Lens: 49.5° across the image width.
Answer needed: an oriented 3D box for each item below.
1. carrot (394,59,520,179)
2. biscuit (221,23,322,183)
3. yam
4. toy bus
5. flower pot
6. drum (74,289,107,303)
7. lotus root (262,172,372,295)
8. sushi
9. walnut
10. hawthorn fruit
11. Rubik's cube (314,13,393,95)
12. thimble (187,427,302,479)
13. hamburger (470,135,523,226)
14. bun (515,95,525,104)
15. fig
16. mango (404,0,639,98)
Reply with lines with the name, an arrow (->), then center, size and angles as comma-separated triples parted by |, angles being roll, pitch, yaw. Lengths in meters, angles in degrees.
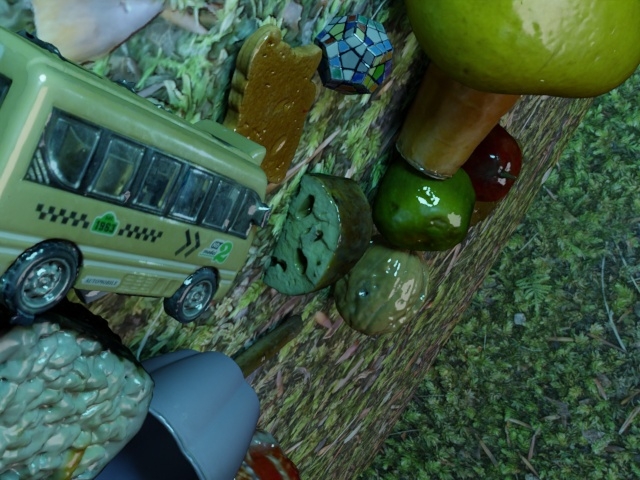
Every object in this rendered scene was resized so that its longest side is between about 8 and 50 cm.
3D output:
carrot -> 0.262, -0.256, 1.264 | 0.196, 0.196, 0.254 | -29, 152, -48
biscuit -> -0.065, -0.168, 0.903 | 0.183, 0.043, 0.280 | -42, 160, -20
yam -> -0.126, 0.224, 1.349 | 0.264, 0.046, 0.046 | -34, 151, -38
toy bus -> -0.197, -0.049, 0.629 | 0.201, 0.177, 0.365 | -62, 157, 4
flower pot -> -0.219, 0.278, 1.004 | 0.265, 0.265, 0.243 | -66, 169, 26
drum -> -0.187, -0.017, 0.861 | 0.253, 0.049, 0.130 | -29, 147, -48
lotus root -> 0.000, 0.000, 1.185 | 0.119, 0.138, 0.234 | -13, 141, -45
sushi -> -0.309, 0.138, 0.678 | 0.210, 0.171, 0.350 | -56, 159, -5
walnut -> 0.131, 0.094, 1.495 | 0.244, 0.198, 0.198 | -59, 158, 14
hawthorn fruit -> 0.353, -0.166, 1.511 | 0.190, 0.251, 0.189 | -10, 122, -16
Rubik's cube -> 0.044, -0.248, 0.935 | 0.093, 0.111, 0.111 | -75, -171, -66
thimble -> -0.196, 0.505, 1.221 | 0.231, 0.350, 0.350 | 7, 118, -47
hamburger -> 0.417, -0.172, 1.768 | 0.309, 0.132, 0.211 | -30, 150, -43
bun -> 0.390, -0.349, 1.453 | 0.222, 0.128, 0.222 | -42, 152, -28
fig -> 0.211, -0.117, 1.402 | 0.206, 0.206, 0.274 | 80, 16, -61
mango -> 0.317, -0.339, 1.008 | 0.445, 0.220, 0.301 | 25, 108, -31
